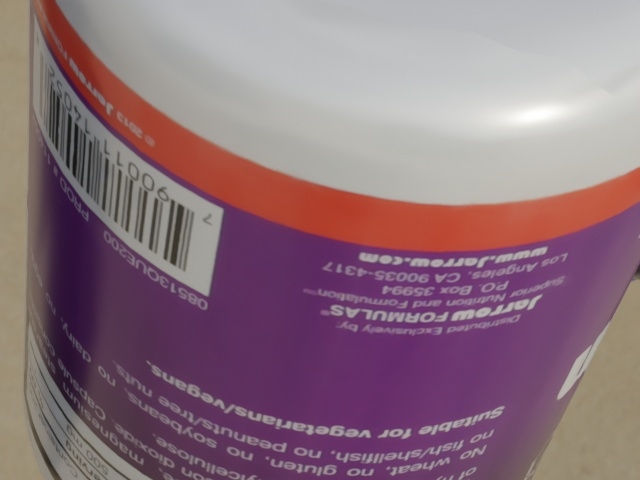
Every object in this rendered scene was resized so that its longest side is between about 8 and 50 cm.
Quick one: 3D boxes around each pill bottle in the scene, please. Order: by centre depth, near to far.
[{"bbox_3d":[0.000,0.000,0.497,0.181,0.323,0.182,5,52,-7],"label":"pill bottle"}]

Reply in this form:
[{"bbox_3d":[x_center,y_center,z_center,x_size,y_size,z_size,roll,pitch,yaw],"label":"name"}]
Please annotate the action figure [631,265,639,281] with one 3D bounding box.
[{"bbox_3d":[0.261,0.003,1.106,0.099,0.185,0.285,38,-9,-32],"label":"action figure"}]
